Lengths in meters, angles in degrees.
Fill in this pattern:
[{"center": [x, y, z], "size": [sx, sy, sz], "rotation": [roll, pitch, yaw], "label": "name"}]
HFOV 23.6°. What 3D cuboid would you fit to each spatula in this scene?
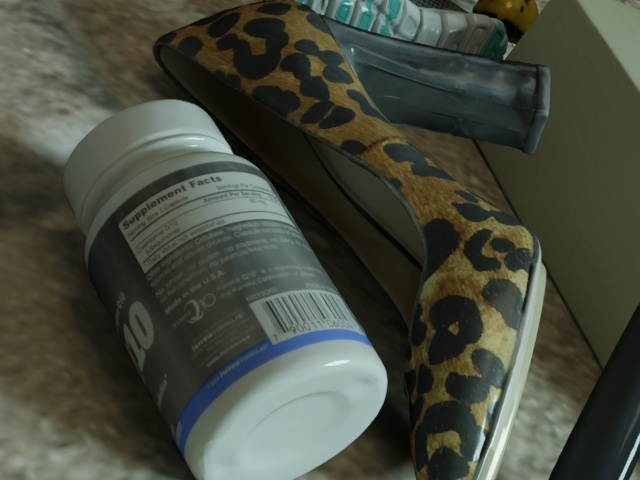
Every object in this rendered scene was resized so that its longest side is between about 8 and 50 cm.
[{"center": [0.165, 0.013, 0.670], "size": [0.084, 0.030, 0.296], "rotation": [18, 61, 32], "label": "spatula"}]

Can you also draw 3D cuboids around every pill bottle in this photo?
[{"center": [-0.040, 0.017, 0.563], "size": [0.078, 0.078, 0.137], "rotation": [2, 45, -43], "label": "pill bottle"}]

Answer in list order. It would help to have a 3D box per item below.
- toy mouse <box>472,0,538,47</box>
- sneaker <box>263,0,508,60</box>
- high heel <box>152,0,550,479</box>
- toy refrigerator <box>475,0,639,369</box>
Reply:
[{"center": [0.063, -0.161, 0.892], "size": [0.143, 0.031, 0.161], "rotation": [27, -2, 12], "label": "toy mouse"}, {"center": [0.024, -0.122, 0.842], "size": [0.166, 0.065, 0.076], "rotation": [14, 19, -43], "label": "sneaker"}, {"center": [0.000, 0.000, 0.655], "size": [0.186, 0.093, 0.261], "rotation": [10, 47, 0], "label": "high heel"}, {"center": [0.183, -0.003, 0.786], "size": [0.094, 0.102, 0.269], "rotation": [11, 39, -35], "label": "toy refrigerator"}]
